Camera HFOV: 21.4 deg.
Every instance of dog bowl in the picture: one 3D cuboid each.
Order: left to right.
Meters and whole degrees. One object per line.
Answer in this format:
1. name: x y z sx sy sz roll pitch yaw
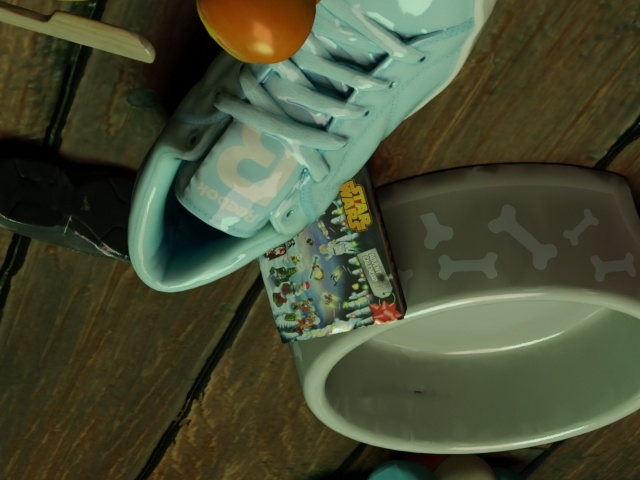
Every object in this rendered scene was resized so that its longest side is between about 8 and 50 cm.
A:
1. dog bowl: 0.135 0.071 1.371 0.349 0.102 0.348 -3 151 -2

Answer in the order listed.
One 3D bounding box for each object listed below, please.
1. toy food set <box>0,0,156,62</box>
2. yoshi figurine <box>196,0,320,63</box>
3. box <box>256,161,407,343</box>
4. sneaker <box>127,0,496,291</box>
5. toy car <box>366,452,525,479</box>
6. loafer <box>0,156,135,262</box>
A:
1. toy food set: -0.154 -0.196 0.898 0.128 0.071 0.218 13 153 17
2. yoshi figurine: 0.056 -0.209 0.733 0.362 0.203 0.204 -24 150 37
3. box: 0.000 0.000 1.210 0.094 0.027 0.137 -13 105 12
4. sneaker: -0.012 -0.073 1.009 0.135 0.150 0.366 29 142 -8
5. toy car: 0.054 0.301 1.735 0.238 0.210 0.219 9 178 37
6. loafer: -0.174 -0.021 1.216 0.170 0.062 0.061 21 164 -32
